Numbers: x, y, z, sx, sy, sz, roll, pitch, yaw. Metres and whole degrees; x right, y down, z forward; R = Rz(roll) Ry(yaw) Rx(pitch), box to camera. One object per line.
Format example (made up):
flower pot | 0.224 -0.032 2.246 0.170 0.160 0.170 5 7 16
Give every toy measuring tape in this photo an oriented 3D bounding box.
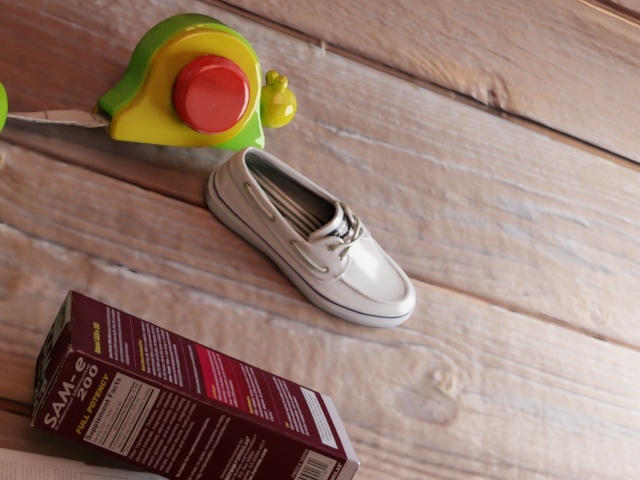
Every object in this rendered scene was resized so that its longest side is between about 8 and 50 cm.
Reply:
toy measuring tape | -0.166 -0.147 1.118 0.330 0.121 0.121 4 63 -28

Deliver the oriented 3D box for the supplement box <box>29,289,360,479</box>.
supplement box | -0.099 0.132 1.001 0.239 0.073 0.130 25 11 -16

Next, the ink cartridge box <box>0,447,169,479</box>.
ink cartridge box | -0.214 0.253 0.941 0.232 0.066 0.189 21 54 -44

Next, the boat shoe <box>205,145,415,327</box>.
boat shoe | 0.000 0.000 1.164 0.226 0.076 0.083 32 54 -12

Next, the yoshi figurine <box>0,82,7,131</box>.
yoshi figurine | -0.349 0.023 0.880 0.203 0.204 0.362 17 59 25
